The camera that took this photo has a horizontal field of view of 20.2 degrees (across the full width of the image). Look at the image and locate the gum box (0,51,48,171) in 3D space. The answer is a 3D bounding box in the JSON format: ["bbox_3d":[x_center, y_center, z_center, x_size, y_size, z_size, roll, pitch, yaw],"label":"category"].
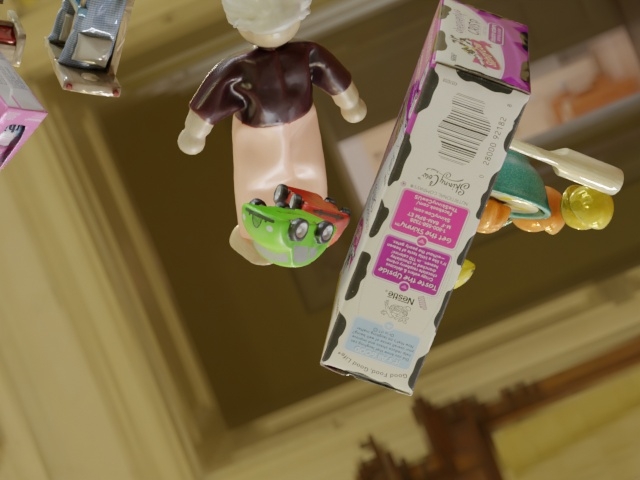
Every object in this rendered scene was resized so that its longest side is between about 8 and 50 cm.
[{"bbox_3d":[-0.360,-0.147,1.767,0.188,0.107,0.062,51,-157,22],"label":"gum box"}]

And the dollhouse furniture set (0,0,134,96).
[{"bbox_3d":[-0.295,-0.243,1.891,0.129,0.183,0.129,-123,44,-56],"label":"dollhouse furniture set"}]

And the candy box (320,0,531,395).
[{"bbox_3d":[0.073,-0.033,1.244,0.159,0.071,0.233,-76,5,-67],"label":"candy box"}]

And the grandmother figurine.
[{"bbox_3d":[-0.054,-0.139,1.883,0.104,0.207,0.342,39,141,43],"label":"grandmother figurine"}]

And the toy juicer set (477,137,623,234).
[{"bbox_3d":[0.216,-0.042,1.911,0.329,0.209,0.090,142,143,-80],"label":"toy juicer set"}]

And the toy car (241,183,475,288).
[{"bbox_3d":[0.000,0.000,1.677,0.239,0.053,0.225,24,-170,34],"label":"toy car"}]
